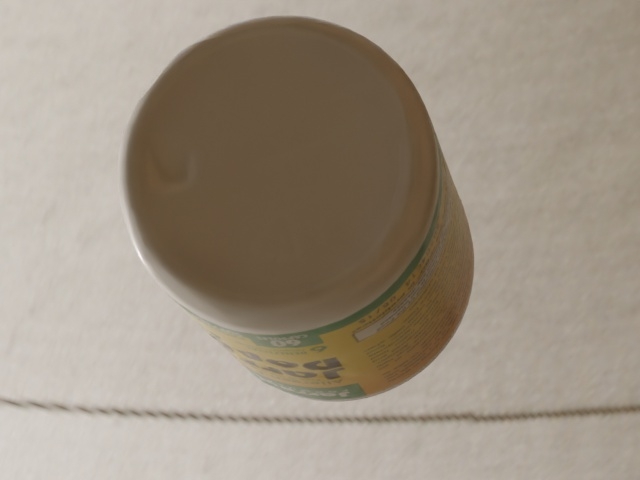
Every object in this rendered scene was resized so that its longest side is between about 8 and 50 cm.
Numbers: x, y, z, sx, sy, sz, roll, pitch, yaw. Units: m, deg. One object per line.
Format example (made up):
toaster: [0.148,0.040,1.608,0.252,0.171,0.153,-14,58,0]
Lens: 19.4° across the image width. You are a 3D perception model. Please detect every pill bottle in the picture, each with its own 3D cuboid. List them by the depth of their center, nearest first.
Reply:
pill bottle: [0.000,0.000,0.747,0.117,0.208,0.117,-2,-105,9]
